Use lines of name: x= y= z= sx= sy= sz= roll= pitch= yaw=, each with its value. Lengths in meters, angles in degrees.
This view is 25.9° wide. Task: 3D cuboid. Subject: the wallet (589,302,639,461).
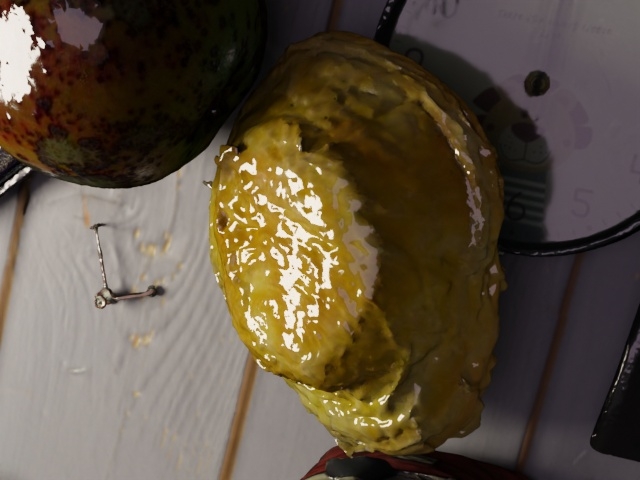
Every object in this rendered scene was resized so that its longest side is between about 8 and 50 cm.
wallet: x=0.321 y=0.081 z=1.173 sx=0.124 sy=0.025 sz=0.244 roll=15 pitch=105 yaw=-8

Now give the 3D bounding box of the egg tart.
egg tart: x=0.000 y=0.000 z=1.197 sx=0.339 sy=0.153 sz=0.352 roll=25 pitch=113 yaw=39

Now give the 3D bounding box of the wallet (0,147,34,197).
wallet: x=-0.376 y=-0.160 z=1.405 sx=0.221 sy=0.071 sz=0.262 roll=-35 pitch=81 yaw=25

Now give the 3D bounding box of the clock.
clock: x=0.190 y=-0.135 z=1.199 sx=0.312 sy=0.061 sz=0.313 roll=3 pitch=99 yaw=20

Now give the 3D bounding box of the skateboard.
skateboard: x=-0.201 y=0.021 z=1.381 sx=0.063 sy=0.032 sz=0.083 roll=-11 pitch=96 yaw=11

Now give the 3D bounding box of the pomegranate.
pomegranate: x=-0.218 y=-0.212 z=1.224 sx=0.340 sy=0.285 sz=0.285 roll=40 pitch=108 yaw=10

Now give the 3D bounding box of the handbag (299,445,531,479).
handbag: x=0.076 y=0.276 z=1.232 sx=0.254 sy=0.181 sz=0.181 roll=9 pitch=101 yaw=18
